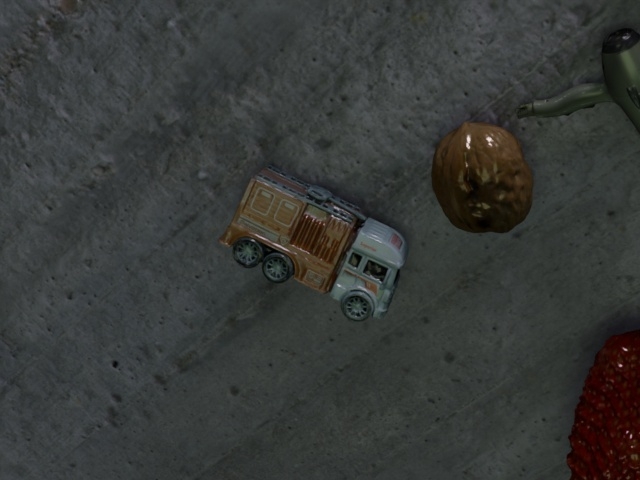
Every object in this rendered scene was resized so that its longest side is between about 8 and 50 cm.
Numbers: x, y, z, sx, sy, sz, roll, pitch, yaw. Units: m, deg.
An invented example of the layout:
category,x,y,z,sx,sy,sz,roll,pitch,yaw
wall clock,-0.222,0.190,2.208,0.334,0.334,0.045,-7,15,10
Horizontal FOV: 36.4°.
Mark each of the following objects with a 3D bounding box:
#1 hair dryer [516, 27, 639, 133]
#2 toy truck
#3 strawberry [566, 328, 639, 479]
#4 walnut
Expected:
category,x,y,z,sx,sy,sz,roll,pitch,yaw
hair dryer,0.445,-0.184,1.466,0.219,0.088,0.225,41,132,-12
toy truck,0.000,0.000,1.632,0.305,0.136,0.162,26,110,4
strawberry,0.560,0.309,1.574,0.312,0.267,0.351,7,103,44
walnut,0.250,-0.100,1.511,0.155,0.155,0.184,-12,117,20
